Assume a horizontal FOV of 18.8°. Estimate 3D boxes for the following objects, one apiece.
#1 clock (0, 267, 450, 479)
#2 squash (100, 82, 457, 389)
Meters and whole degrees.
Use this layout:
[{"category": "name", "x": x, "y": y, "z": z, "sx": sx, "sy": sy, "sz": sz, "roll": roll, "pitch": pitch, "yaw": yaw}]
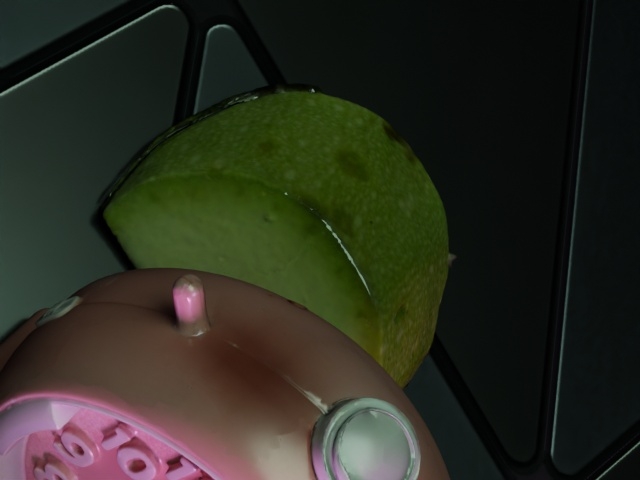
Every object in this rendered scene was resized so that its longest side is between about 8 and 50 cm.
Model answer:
[{"category": "clock", "x": -0.035, "y": 0.106, "z": 0.855, "sx": 0.227, "sy": 0.241, "sz": 0.142, "roll": 51, "pitch": 55, "yaw": -9}, {"category": "squash", "x": 0.010, "y": -0.003, "z": 1.000, "sx": 0.184, "sy": 0.085, "sz": 0.192, "roll": -42, "pitch": 101, "yaw": -31}]
